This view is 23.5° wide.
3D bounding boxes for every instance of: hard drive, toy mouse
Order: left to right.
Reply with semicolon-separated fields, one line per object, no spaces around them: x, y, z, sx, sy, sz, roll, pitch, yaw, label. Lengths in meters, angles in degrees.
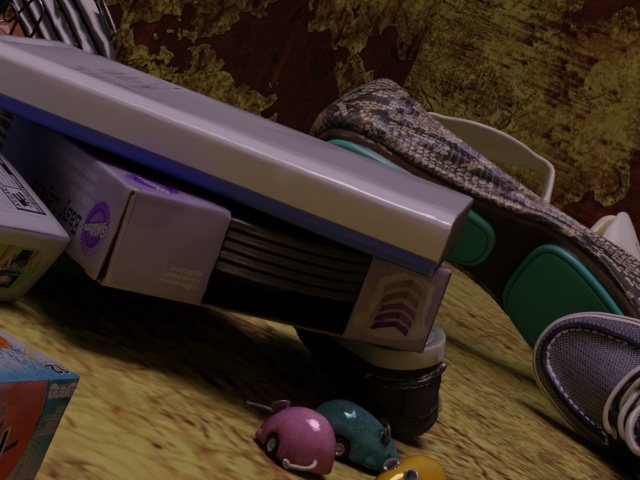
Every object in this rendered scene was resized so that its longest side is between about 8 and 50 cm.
-0.061;-0.061;1.002;0.319;0.040;0.210;21;8;7;hard drive
0.009;0.113;0.884;0.143;0.031;0.161;30;8;39;toy mouse

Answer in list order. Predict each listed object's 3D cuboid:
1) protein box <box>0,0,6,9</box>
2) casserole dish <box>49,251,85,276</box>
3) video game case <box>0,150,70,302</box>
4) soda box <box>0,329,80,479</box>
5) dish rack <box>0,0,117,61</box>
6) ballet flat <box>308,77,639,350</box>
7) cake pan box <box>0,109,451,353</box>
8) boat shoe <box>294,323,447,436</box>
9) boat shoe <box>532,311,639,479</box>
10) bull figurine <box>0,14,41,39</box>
-0.378;-0.208;1.289;0.200;0.201;0.136;23;6;-21;protein box
-0.229;-0.020;1.059;0.188;0.037;0.114;20;8;-32;casserole dish
-0.297;-0.084;0.848;0.269;0.061;0.244;48;14;22;video game case
-0.160;0.061;0.525;0.063;0.058;0.183;27;7;20;soda box
-0.279;-0.183;1.144;0.271;0.074;0.208;-19;78;-38;dish rack
0.212;-0.009;1.584;0.483;0.182;0.164;38;-37;4;ballet flat
-0.078;-0.013;1.028;0.246;0.070;0.267;13;11;-32;cake pan box
0.026;0.077;1.125;0.081;0.068;0.228;-7;15;-16;boat shoe
0.292;0.144;1.291;0.340;0.127;0.158;31;1;39;boat shoe
-0.364;-0.210;1.852;0.188;0.101;0.310;31;8;33;bull figurine
